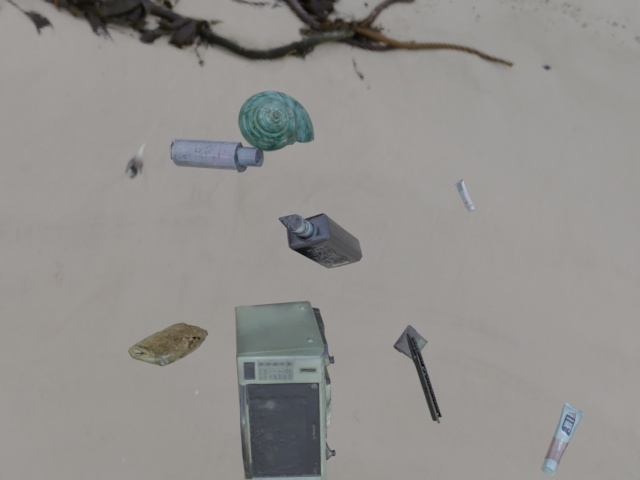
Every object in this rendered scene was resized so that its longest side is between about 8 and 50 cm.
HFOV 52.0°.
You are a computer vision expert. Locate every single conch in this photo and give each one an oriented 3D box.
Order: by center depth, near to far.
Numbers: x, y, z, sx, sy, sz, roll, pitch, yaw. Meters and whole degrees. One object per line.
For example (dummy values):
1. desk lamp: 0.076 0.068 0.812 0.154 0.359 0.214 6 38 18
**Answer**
1. conch: -0.109 -0.300 1.650 0.196 0.134 0.202 6 26 -1

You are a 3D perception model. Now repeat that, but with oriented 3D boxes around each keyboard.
1. keyboard: 0.236 0.317 1.496 0.025 0.230 0.094 -19 35 4

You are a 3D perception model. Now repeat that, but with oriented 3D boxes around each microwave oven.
1. microwave oven: -0.095 0.406 1.747 0.246 0.395 0.333 -3 21 -6

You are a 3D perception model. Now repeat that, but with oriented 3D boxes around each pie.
1. pie: -0.386 0.271 1.690 0.128 0.069 0.282 13 6 11

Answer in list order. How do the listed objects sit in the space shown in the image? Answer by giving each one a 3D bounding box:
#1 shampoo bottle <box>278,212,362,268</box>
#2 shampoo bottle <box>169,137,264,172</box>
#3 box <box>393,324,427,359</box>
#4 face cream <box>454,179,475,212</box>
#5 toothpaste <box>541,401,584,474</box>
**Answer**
1. shampoo bottle: 0.001 0.000 1.435 0.098 0.309 0.071 -14 74 17
2. shampoo bottle: -0.233 -0.194 1.492 0.213 0.072 0.072 6 47 20
3. box: 0.272 0.309 1.971 0.063 0.060 0.085 33 83 42
4. face cream: 0.485 -0.149 2.205 0.020 0.038 0.115 -2 63 -46
5. toothpaste: 0.615 0.504 1.675 0.056 0.036 0.205 33 55 12
